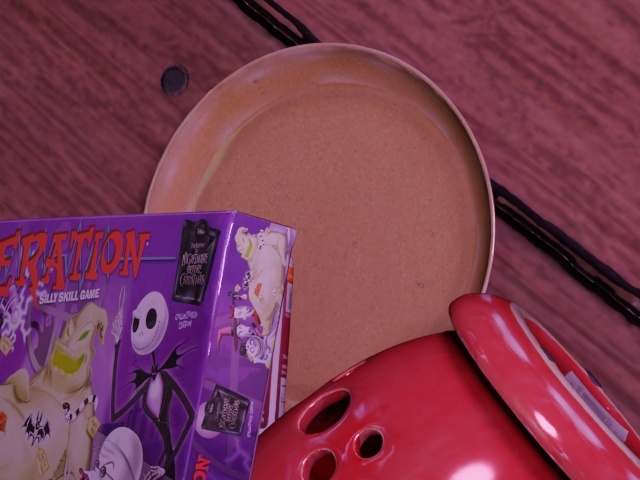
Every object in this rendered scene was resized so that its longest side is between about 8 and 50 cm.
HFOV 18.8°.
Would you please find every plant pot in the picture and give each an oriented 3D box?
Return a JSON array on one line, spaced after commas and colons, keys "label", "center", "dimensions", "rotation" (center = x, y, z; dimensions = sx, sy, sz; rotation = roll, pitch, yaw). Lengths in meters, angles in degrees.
[{"label": "plant pot", "center": [0.000, 0.000, 1.165], "dimensions": [0.236, 0.032, 0.236], "rotation": [-4, 80, 26]}, {"label": "plant pot", "center": [0.076, 0.133, 1.024], "dimensions": [0.174, 0.191, 0.191], "rotation": [-43, 67, 8]}]

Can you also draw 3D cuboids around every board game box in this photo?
[{"label": "board game box", "center": [-0.148, 0.090, 1.106], "dimensions": [0.347, 0.056, 0.208], "rotation": [-2, 71, 53]}]

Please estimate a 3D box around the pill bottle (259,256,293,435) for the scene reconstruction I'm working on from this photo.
[{"label": "pill bottle", "center": [-0.062, 0.078, 1.118], "dimensions": [0.086, 0.086, 0.152], "rotation": [1, 83, 26]}]
